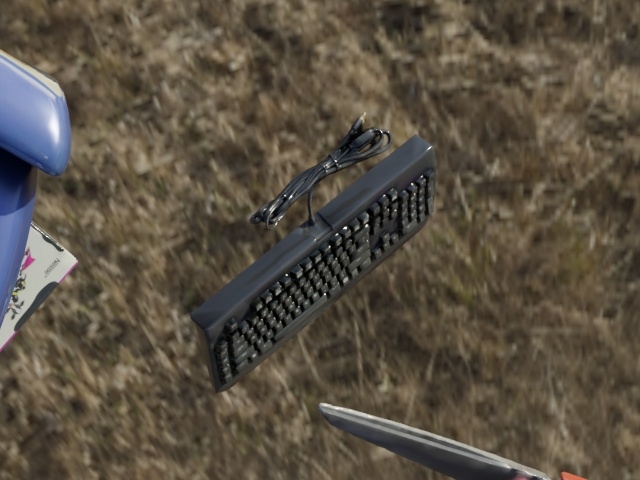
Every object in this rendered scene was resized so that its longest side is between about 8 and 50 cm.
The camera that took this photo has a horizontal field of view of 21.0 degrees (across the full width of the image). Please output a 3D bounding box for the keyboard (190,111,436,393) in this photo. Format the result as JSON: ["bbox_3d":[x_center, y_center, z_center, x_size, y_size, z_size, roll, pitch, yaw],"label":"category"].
[{"bbox_3d":[0.000,0.000,1.682,0.033,0.201,0.317,31,59,34],"label":"keyboard"}]

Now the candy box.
[{"bbox_3d":[-0.281,0.047,1.361,0.071,0.233,0.159,42,82,-15],"label":"candy box"}]

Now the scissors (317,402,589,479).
[{"bbox_3d":[0.124,0.130,0.931,0.109,0.297,0.021,-33,40,20],"label":"scissors"}]

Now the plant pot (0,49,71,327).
[{"bbox_3d":[-0.253,-0.029,0.890,0.236,0.236,0.212,29,91,-9],"label":"plant pot"}]
